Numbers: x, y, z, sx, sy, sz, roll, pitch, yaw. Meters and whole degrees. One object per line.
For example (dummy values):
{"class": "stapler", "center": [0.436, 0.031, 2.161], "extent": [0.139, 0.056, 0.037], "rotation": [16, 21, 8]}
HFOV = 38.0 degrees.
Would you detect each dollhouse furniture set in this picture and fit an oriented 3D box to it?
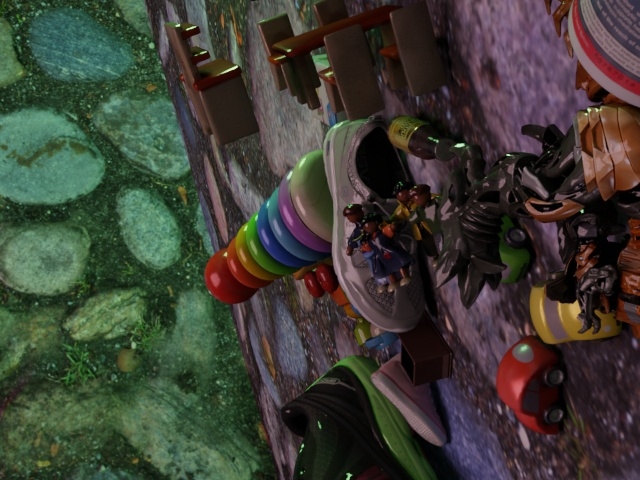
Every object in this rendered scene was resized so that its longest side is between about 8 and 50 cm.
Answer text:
{"class": "dollhouse furniture set", "center": [-0.026, -0.216, 1.034], "extent": [0.262, 0.259, 0.135], "rotation": [-139, 29, -65]}

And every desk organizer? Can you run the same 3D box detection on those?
{"class": "desk organizer", "center": [0.119, 0.125, 1.198], "extent": [0.130, 0.050, 0.047], "rotation": [-119, 21, -50]}

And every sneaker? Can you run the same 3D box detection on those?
{"class": "sneaker", "center": [0.068, 0.365, 1.244], "extent": [0.482, 0.202, 0.185], "rotation": [-116, 1, -55]}
{"class": "sneaker", "center": [0.069, -0.022, 1.153], "extent": [0.115, 0.105, 0.281], "rotation": [157, 97, -70]}
{"class": "sneaker", "center": [0.135, 0.206, 1.236], "extent": [0.134, 0.070, 0.051], "rotation": [48, 156, -2]}

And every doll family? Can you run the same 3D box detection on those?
{"class": "doll family", "center": [0.089, -0.011, 1.063], "extent": [0.193, 0.076, 0.111], "rotation": [-30, 91, 36]}

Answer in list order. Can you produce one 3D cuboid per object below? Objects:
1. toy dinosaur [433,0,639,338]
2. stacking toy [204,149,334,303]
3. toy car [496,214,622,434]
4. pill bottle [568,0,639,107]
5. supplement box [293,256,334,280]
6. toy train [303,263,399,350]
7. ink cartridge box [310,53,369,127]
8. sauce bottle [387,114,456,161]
{"class": "toy dinosaur", "center": [0.201, -0.041, 0.616], "extent": [0.218, 0.165, 0.321], "rotation": [154, 122, -61]}
{"class": "stacking toy", "center": [-0.065, 0.000, 1.367], "extent": [0.330, 0.141, 0.141], "rotation": [-34, 66, 45]}
{"class": "toy car", "center": [0.180, 0.048, 0.874], "extent": [0.239, 0.053, 0.224], "rotation": [97, 156, -54]}
{"class": "pill bottle", "center": [0.206, -0.156, 0.468], "extent": [0.180, 0.108, 0.107], "rotation": [104, 150, -63]}
{"class": "supplement box", "center": [0.000, 0.000, 1.509], "extent": [0.233, 0.078, 0.080], "rotation": [120, 135, -71]}
{"class": "toy train", "center": [0.049, 0.092, 1.376], "extent": [0.143, 0.105, 0.248], "rotation": [63, 165, 2]}
{"class": "ink cartridge box", "center": [0.020, -0.208, 1.288], "extent": [0.122, 0.052, 0.088], "rotation": [-134, 34, -67]}
{"class": "sauce bottle", "center": [0.114, -0.112, 1.027], "extent": [0.128, 0.042, 0.042], "rotation": [-143, 42, -66]}
